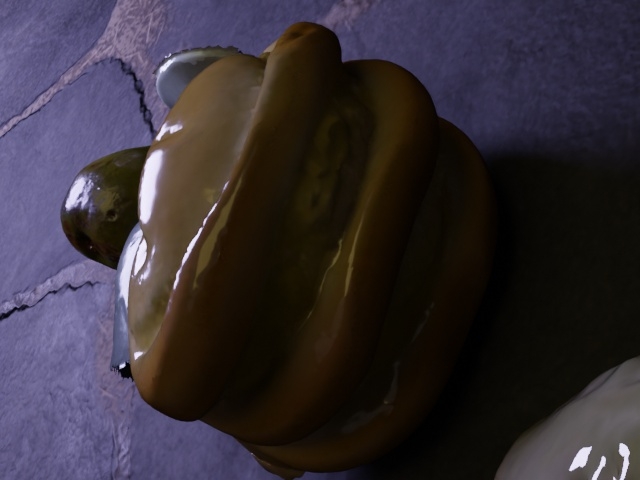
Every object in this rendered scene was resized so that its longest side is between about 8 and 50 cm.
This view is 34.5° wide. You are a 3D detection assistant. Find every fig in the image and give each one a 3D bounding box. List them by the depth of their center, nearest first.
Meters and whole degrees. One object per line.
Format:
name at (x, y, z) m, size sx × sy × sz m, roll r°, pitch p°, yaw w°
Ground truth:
fig at (-0.189, -0.060, 1.074) m, size 0.133 × 0.126 × 0.185 m, roll 0°, pitch 68°, yaw 61°

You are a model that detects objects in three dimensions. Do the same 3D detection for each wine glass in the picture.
wine glass at (-0.109, -0.017, 0.947) m, size 0.143 × 0.143 × 0.321 m, roll -16°, pitch 55°, yaw 40°

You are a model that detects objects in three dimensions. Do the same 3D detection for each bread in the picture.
bread at (0.000, 0.000, 0.737) m, size 0.211 × 0.270 × 0.315 m, roll 2°, pitch 60°, yaw 31°

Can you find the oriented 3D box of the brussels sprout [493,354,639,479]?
brussels sprout at (0.204, 0.146, 0.428) m, size 0.316 × 0.242 × 0.273 m, roll -32°, pitch 39°, yaw 34°
